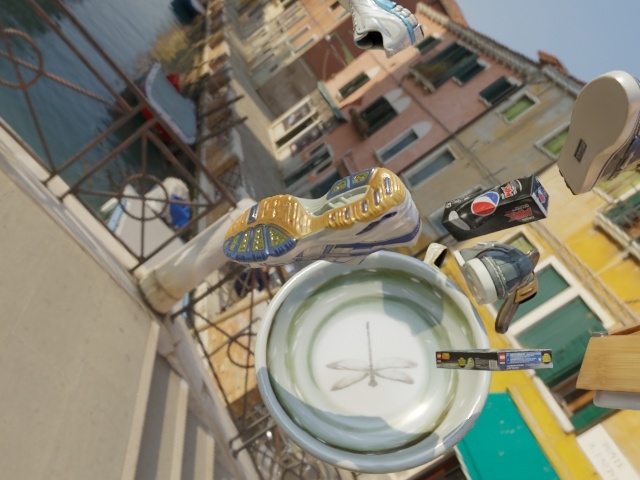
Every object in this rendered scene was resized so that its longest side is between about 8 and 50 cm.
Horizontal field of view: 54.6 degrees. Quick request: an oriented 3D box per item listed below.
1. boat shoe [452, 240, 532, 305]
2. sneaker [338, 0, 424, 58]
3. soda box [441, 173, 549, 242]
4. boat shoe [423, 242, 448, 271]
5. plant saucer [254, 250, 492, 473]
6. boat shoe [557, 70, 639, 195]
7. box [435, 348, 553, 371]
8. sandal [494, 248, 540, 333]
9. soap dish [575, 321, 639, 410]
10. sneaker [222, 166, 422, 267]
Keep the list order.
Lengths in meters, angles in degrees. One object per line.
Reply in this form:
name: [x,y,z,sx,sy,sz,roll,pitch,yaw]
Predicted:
boat shoe: [0.323,0.056,1.173,0.116,0.099,0.319,64,6,3]
sneaker: [0.074,-0.353,0.995,0.191,0.083,0.071,46,-5,36]
soda box: [0.291,-0.052,1.040,0.060,0.168,0.053,45,46,-28]
boat shoe: [0.269,0.069,1.494,0.045,0.135,0.050,9,-17,40]
plant saucer: [0.088,0.207,1.080,0.101,0.400,0.400,88,-24,-57]
boat shoe: [0.572,-0.219,1.179,0.340,0.158,0.127,77,-10,-68]
box: [0.239,0.166,0.866,0.137,0.093,0.027,-19,-110,63]
sandal: [0.477,0.127,1.468,0.060,0.219,0.090,24,3,35]
soap dish: [0.578,0.188,0.988,0.290,0.228,0.118,-3,85,-43]
sneaker: [0.000,0.000,0.880,0.131,0.296,0.112,46,43,-44]
